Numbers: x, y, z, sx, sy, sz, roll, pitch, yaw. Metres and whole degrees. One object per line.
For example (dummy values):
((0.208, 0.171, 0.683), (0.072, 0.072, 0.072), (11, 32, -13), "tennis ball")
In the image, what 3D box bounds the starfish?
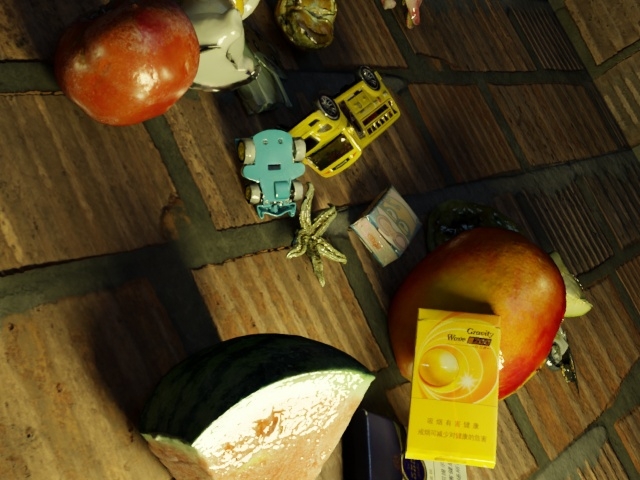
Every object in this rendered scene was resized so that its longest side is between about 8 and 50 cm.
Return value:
((0.000, 0.000, 1.677), (0.176, 0.053, 0.208), (43, 45, -34), "starfish")

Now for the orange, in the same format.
((-0.039, -0.491, 1.951), (0.170, 0.112, 0.160), (-37, 106, -31), "orange")

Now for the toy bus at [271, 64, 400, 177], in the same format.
((0.041, -0.239, 1.824), (0.151, 0.145, 0.331), (54, 35, -7), "toy bus")

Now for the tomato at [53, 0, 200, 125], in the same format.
((-0.299, -0.288, 1.412), (0.189, 0.231, 0.232), (64, 30, -30), "tomato")

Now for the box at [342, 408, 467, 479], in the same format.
((0.149, 0.408, 1.526), (0.259, 0.071, 0.168), (28, 45, -34), "box")

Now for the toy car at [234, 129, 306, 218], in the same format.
((-0.096, -0.124, 1.646), (0.126, 0.098, 0.162), (-7, 97, -23), "toy car")

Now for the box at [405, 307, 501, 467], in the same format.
((0.232, 0.249, 1.529), (0.152, 0.043, 0.269), (5, 62, 5), "box")

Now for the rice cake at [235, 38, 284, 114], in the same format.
((-0.151, -0.354, 1.776), (0.211, 0.038, 0.124), (59, 33, 5), "rice cake")

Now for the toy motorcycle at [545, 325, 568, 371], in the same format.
((0.534, 0.202, 2.128), (0.152, 0.073, 0.225), (-9, 70, -54), "toy motorcycle")

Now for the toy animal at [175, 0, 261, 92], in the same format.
((-0.214, -0.438, 1.613), (0.182, 0.247, 0.310), (8, 64, -49), "toy animal")

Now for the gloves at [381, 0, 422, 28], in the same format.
((0.225, -0.701, 2.412), (0.145, 0.126, 0.241), (-2, 58, -55), "gloves")

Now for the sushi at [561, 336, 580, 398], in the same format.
((0.603, 0.309, 2.154), (0.126, 0.026, 0.120), (-81, 151, -48), "sushi")

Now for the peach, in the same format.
((0.316, 0.120, 1.755), (0.242, 0.306, 0.380), (52, 41, -18), "peach")

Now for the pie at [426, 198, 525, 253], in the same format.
((0.372, 0.030, 2.037), (0.323, 0.070, 0.323), (19, 51, -25), "pie")

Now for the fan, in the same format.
((-0.101, -0.353, 1.792), (0.152, 0.008, 0.227), (27, 34, -55), "fan")

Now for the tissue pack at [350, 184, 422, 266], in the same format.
((0.139, -0.031, 1.851), (0.116, 0.065, 0.155), (51, 37, -6), "tissue pack")

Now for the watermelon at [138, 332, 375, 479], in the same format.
((-0.078, 0.263, 1.228), (0.283, 0.250, 0.293), (-29, 84, -49), "watermelon")

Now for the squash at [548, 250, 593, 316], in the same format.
((0.519, 0.132, 2.006), (0.169, 0.093, 0.252), (57, 28, 6), "squash")
